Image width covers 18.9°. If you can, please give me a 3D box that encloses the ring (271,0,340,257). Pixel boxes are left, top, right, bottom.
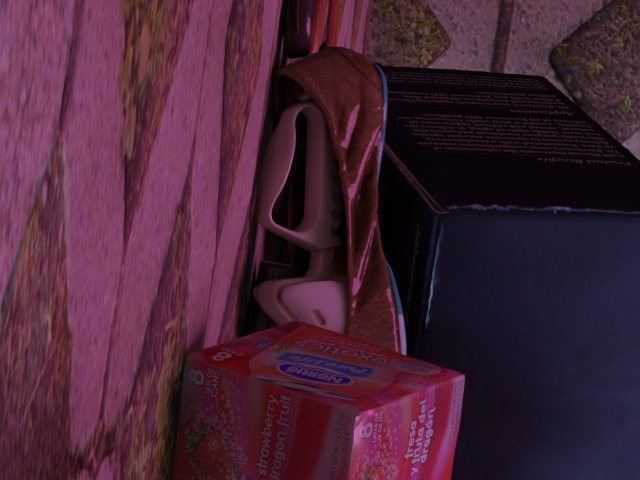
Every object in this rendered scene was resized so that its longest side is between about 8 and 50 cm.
[{"bbox_3d":[-0.013,-0.150,1.911,0.336,0.032,0.336,8,90,-88],"label":"ring"}]

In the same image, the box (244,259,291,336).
[{"bbox_3d":[-0.052,0.158,1.783,0.175,0.051,0.220,94,5,-56],"label":"box"}]

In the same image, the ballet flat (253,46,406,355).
[{"bbox_3d":[0.000,0.000,1.687,0.116,0.124,0.342,0,-88,52],"label":"ballet flat"}]

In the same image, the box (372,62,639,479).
[{"bbox_3d":[0.158,0.105,2.092,0.472,0.297,0.480,-119,-146,-64],"label":"box"}]

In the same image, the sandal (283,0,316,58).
[{"bbox_3d":[0.008,-0.262,1.728,0.090,0.060,0.219,92,7,-65],"label":"sandal"}]

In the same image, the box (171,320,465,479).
[{"bbox_3d":[-0.015,0.225,1.363,0.142,0.154,0.300,-13,115,-54],"label":"box"}]
